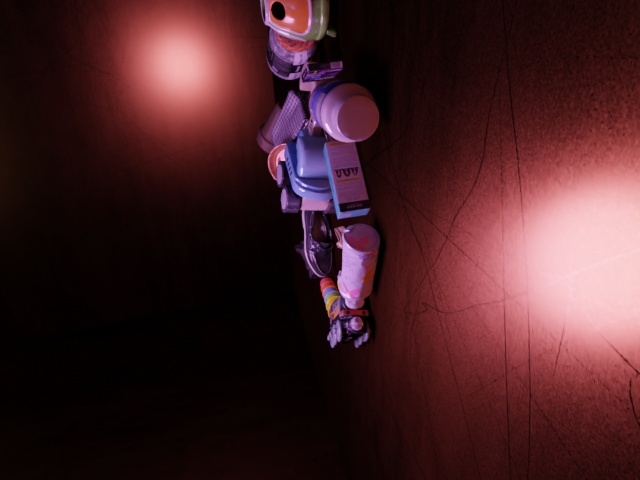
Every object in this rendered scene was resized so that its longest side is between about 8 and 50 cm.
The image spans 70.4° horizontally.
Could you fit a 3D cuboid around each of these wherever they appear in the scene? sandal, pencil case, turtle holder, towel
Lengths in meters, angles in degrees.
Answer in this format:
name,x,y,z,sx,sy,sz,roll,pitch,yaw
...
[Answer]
name,x,y,z,sx,sy,sz,roll,pitch,yaw
sandal,0.065,-0.339,1.567,0.219,0.060,0.090,61,169,24
pencil case,0.117,0.073,1.429,0.124,0.113,0.273,48,152,31
turtle holder,-0.081,-0.797,1.470,0.243,0.227,0.320,103,157,-68
towel,-0.112,-0.488,1.982,0.284,0.121,0.235,-56,36,37

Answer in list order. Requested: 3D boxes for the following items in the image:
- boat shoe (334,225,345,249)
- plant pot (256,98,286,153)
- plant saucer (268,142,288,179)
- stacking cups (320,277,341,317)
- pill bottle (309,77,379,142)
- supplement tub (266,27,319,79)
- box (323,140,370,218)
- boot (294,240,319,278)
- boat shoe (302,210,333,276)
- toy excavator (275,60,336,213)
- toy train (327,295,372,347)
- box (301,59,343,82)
name,x,y,z,sx,sy,sz,roll,pitch,yaw
boat shoe,0.085,0.010,1.780,0.050,0.045,0.135,107,153,-70
plant pot,-0.180,-0.584,2.322,0.229,0.263,0.263,114,150,-43
plant saucer,-0.123,-0.322,1.924,0.037,0.200,0.200,-65,-23,-56
stacking cups,0.048,0.261,2.085,0.316,0.096,0.096,-125,28,-70
pill bottle,0.065,-0.354,1.233,0.272,0.152,0.152,-119,22,-63
supplement tub,-0.111,-0.770,1.783,0.316,0.193,0.194,-159,61,-80
box,0.081,-0.197,1.442,0.060,0.100,0.244,107,153,-73
boot,-0.065,0.119,2.612,0.338,0.118,0.223,124,132,-83
boat shoe,0.003,-0.001,2.061,0.113,0.127,0.340,-8,88,58
toy excavator,-0.021,-0.378,1.714,0.445,0.222,0.433,111,152,-45
toy train,0.101,0.296,1.705,0.334,0.142,0.190,106,163,-69
box,0.003,-0.566,1.524,0.162,0.116,0.029,-140,41,-77
